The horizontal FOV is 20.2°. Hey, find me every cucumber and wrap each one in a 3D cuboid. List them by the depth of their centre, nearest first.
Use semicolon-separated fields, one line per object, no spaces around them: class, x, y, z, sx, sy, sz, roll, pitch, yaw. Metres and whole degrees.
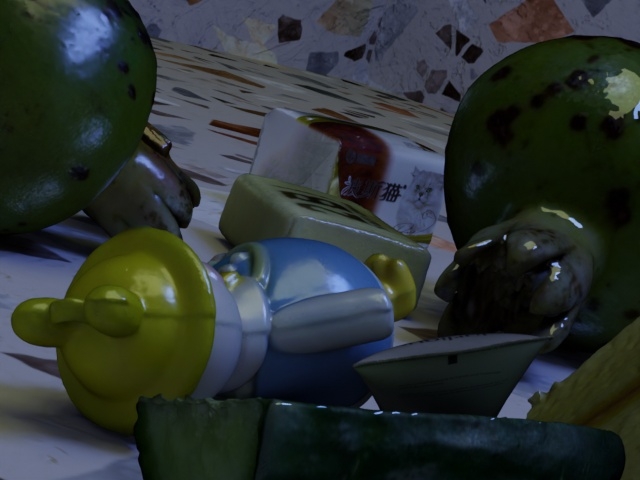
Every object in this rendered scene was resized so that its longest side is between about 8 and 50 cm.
cucumber;0.038;0.099;0.740;0.244;0.063;0.115;7;-6;-40

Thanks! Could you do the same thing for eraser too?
eraser;0.000;0.000;1.347;0.117;0.058;0.172;14;8;-19

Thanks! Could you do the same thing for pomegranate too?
pomegranate;-0.179;-0.082;1.175;0.248;0.202;0.202;43;-3;-24
pomegranate;0.177;-0.033;1.311;0.242;0.242;0.306;22;16;36

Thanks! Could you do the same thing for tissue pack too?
tissue pack;0.026;-0.055;1.608;0.148;0.099;0.106;8;12;-45

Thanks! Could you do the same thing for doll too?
doll;-0.044;0.043;0.861;0.135;0.099;0.241;28;12;33

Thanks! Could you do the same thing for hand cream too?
hand cream;0.058;0.069;0.852;0.087;0.054;0.186;-8;-14;0

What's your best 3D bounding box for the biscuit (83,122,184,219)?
biscuit;-0.140;-0.061;1.281;0.119;0.130;0.019;-3;26;41

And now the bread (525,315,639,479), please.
bread;0.283;-0.004;0.888;0.245;0.362;0.233;18;9;-4
